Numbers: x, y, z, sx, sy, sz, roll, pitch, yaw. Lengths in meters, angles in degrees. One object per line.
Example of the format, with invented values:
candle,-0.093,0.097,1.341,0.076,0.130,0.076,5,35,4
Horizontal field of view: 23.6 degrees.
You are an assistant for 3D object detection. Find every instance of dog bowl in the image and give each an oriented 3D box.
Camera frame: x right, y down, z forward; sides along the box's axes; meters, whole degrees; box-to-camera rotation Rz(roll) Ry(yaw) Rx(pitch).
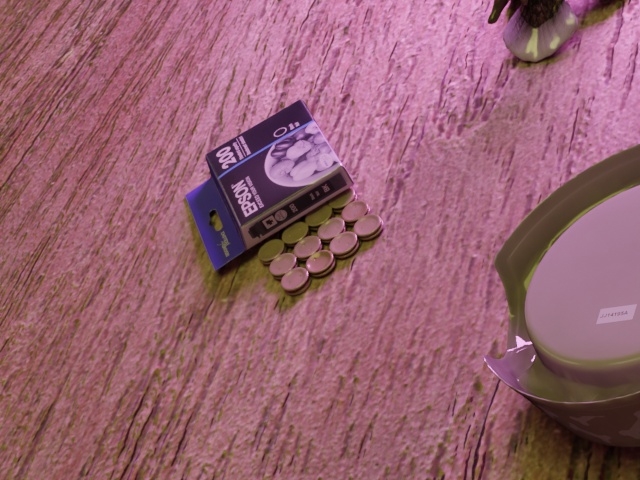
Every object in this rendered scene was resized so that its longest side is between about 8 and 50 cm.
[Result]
dog bowl,0.324,0.050,1.480,0.349,0.102,0.348,-28,32,19

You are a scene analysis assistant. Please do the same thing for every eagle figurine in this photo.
eagle figurine,0.307,-0.391,1.976,0.226,0.225,0.298,45,40,13

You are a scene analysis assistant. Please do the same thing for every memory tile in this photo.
memory tile,0.000,0.000,1.869,0.148,0.012,0.113,-36,38,-5

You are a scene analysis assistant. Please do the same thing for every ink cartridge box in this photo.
ink cartridge box,-0.079,-0.076,1.973,0.208,0.045,0.206,-33,34,2
